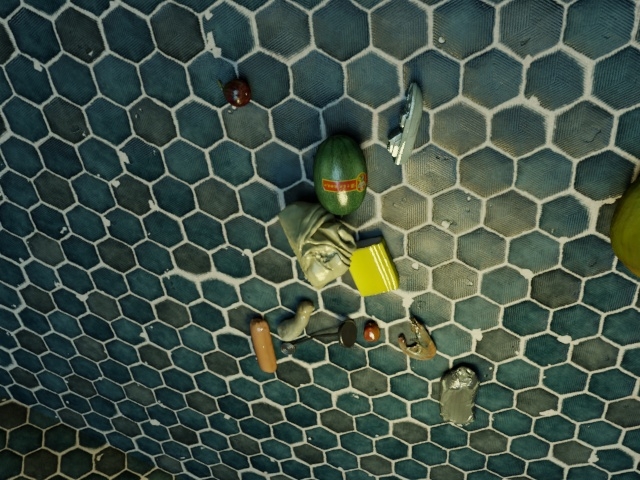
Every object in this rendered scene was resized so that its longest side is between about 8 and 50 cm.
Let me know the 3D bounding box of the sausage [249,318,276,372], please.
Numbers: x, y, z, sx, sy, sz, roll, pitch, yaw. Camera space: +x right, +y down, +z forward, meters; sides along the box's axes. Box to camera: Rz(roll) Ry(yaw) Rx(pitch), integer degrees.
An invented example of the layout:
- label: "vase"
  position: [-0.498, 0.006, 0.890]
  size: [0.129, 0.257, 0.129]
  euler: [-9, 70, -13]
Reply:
- label: "sausage"
  position: [-0.249, 0.459, 2.188]
  size: [0.086, 0.086, 0.289]
  euler: [0, 123, 14]

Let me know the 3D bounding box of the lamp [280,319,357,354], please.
- label: "lamp"
  position: [-0.027, 0.424, 2.096]
  size: [0.371, 0.108, 0.130]
  euler: [-16, 113, 23]

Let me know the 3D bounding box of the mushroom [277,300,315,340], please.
- label: "mushroom"
  position: [-0.097, 0.335, 2.074]
  size: [0.081, 0.092, 0.223]
  euler: [0, 141, -40]

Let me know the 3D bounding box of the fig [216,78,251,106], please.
- label: "fig"
  position: [-0.286, -0.480, 1.618]
  size: [0.125, 0.089, 0.089]
  euler: [23, 128, 29]

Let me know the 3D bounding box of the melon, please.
- label: "melon"
  position: [0.065, -0.201, 1.636]
  size: [0.182, 0.182, 0.288]
  euler: [2, 124, 12]

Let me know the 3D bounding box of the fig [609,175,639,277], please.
- label: "fig"
  position: [1.008, -0.050, 1.430]
  size: [0.343, 0.343, 0.344]
  euler: [6, 123, 10]

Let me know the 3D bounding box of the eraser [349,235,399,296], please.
- label: "eraser"
  position: [0.190, 0.098, 1.862]
  size: [0.157, 0.069, 0.226]
  euler: [-14, 118, 24]

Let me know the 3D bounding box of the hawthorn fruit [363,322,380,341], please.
- label: "hawthorn fruit"
  position: [0.207, 0.371, 2.031]
  size: [0.077, 0.077, 0.077]
  euler: [6, 123, 10]

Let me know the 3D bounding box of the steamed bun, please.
- label: "steamed bun"
  position: [0.000, -0.001, 1.746]
  size: [0.203, 0.276, 0.289]
  euler: [-26, 78, -7]

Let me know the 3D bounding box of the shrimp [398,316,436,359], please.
- label: "shrimp"
  position: [0.377, 0.399, 2.016]
  size: [0.143, 0.052, 0.251]
  euler: [-12, 119, 23]

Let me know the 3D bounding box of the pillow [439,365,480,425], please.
- label: "pillow"
  position: [0.579, 0.658, 2.104]
  size: [0.161, 0.093, 0.335]
  euler: [-1, 121, 8]

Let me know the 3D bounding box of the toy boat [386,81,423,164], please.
- label: "toy boat"
  position: [0.260, -0.360, 1.550]
  size: [0.085, 0.078, 0.261]
  euler: [5, 126, -7]
